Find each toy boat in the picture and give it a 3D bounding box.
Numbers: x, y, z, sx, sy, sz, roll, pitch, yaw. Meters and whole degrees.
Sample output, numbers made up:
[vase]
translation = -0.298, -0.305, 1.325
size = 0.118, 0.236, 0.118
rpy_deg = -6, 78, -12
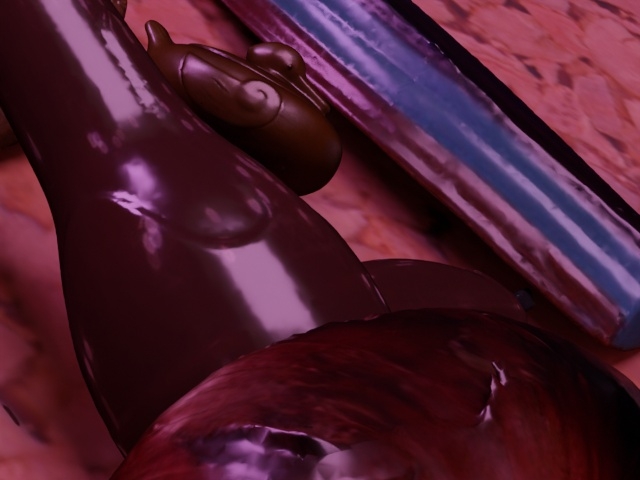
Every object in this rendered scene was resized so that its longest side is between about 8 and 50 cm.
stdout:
[toy boat]
translation = 0.063, -0.082, 0.929
size = 0.392, 0.079, 0.136
rpy_deg = 46, 20, 23

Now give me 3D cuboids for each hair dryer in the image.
[hair dryer]
translation = 0.000, 0.000, 0.726
size = 0.340, 0.123, 0.312
rpy_deg = -2, 57, -58

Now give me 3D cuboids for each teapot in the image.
[teapot]
translation = -0.043, -0.075, 0.818
size = 0.129, 0.078, 0.098
rpy_deg = 29, -12, 12

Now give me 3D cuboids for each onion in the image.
[onion]
translation = 0.012, 0.150, 0.473
size = 0.272, 0.195, 0.272
rpy_deg = 14, 73, -53

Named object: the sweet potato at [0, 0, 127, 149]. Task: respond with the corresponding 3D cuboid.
[sweet potato]
translation = -0.141, -0.111, 0.829
size = 0.068, 0.068, 0.226
rpy_deg = 28, 31, -1
